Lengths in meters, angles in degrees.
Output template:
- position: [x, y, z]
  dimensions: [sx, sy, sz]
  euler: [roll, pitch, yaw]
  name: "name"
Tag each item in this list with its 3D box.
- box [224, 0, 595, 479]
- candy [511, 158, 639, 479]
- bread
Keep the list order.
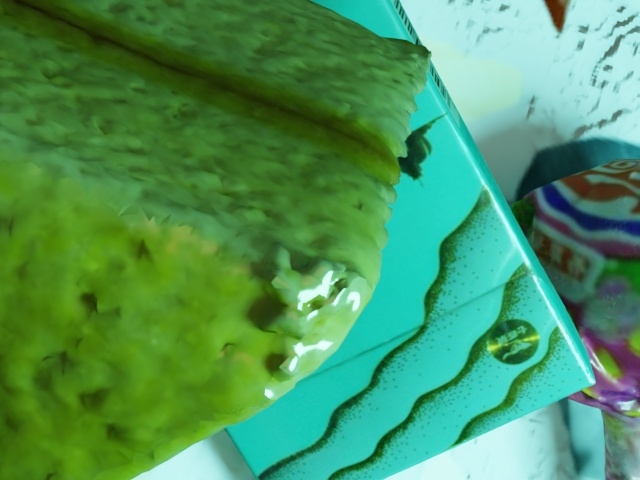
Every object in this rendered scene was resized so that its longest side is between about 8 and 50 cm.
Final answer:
- position: [0.000, 0.000, 0.692]
  dimensions: [0.161, 0.042, 0.226]
  euler: [-25, 110, 13]
  name: "box"
- position: [0.155, 0.137, 0.807]
  dimensions: [0.124, 0.124, 0.365]
  euler: [-9, 108, -26]
  name: "candy"
- position: [-0.169, -0.100, 0.500]
  dimensions: [0.245, 0.233, 0.361]
  euler: [-30, 109, 21]
  name: "bread"
